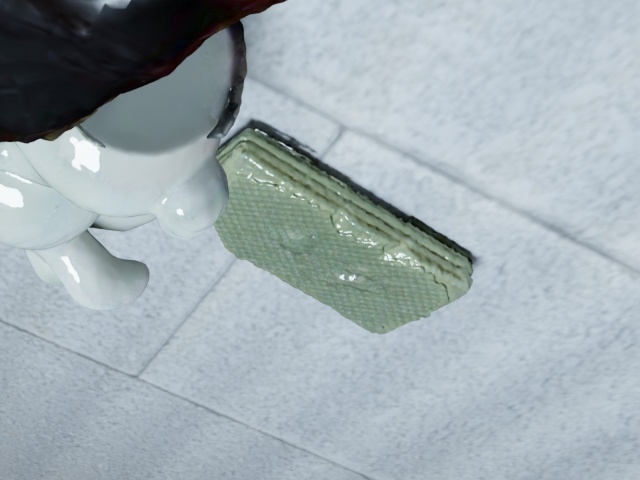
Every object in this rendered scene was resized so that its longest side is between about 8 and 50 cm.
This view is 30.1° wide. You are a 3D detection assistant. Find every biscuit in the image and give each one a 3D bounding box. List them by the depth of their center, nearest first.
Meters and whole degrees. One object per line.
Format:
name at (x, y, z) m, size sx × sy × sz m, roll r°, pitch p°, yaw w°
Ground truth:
biscuit at (0.000, 0.000, 1.061) m, size 0.252 × 0.052 × 0.150 m, roll 32°, pitch 147°, yaw -21°

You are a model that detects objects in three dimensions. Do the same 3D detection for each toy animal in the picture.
toy animal at (-0.187, -0.074, 0.911) m, size 0.247 × 0.183 × 0.310 m, roll 30°, pitch 147°, yaw -19°

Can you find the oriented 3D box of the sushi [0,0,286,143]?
sushi at (-0.134, -0.208, 0.565) m, size 0.294 × 0.299 × 0.281 m, roll -18°, pitch 115°, yaw 46°
